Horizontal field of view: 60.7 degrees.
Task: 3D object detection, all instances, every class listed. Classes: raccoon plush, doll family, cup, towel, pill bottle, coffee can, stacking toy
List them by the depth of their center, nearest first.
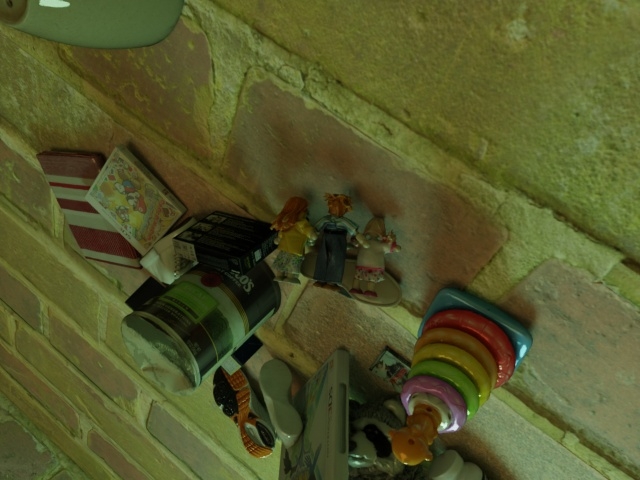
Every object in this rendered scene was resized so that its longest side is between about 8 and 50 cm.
[{"bbox_3d":[0.192,0.233,0.851,0.175,0.302,0.165,30,133,17],"label":"stacking toy"},{"bbox_3d":[-0.423,-0.458,0.889,0.331,0.237,0.330,19,130,25],"label":"cup"},{"bbox_3d":[0.000,0.000,0.946,0.263,0.118,0.163,6,84,34],"label":"doll family"},{"bbox_3d":[0.307,0.519,1.105,0.184,0.103,0.103,49,136,-1],"label":"pill bottle"},{"bbox_3d":[-0.243,0.160,1.153,0.202,0.275,0.201,20,130,26],"label":"coffee can"},{"bbox_3d":[0.154,0.528,1.218,0.216,0.298,0.446,-8,148,13],"label":"raccoon plush"},{"bbox_3d":[-0.596,-0.079,1.432,0.237,0.037,0.328,9,126,31],"label":"towel"}]

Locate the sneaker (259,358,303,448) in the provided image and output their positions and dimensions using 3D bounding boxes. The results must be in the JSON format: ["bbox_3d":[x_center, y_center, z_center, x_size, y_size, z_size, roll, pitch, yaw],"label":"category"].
[{"bbox_3d":[-0.099,0.381,1.273,0.212,0.080,0.094,-110,23,-45],"label":"sneaker"}]

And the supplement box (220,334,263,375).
[{"bbox_3d":[-0.200,0.275,1.337,0.056,0.083,0.083,47,135,2],"label":"supplement box"}]

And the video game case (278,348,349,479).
[{"bbox_3d":[-0.021,0.441,1.186,0.036,0.299,0.329,17,137,-15],"label":"video game case"}]

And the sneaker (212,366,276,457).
[{"bbox_3d":[-0.199,0.445,1.451,0.262,0.099,0.121,62,180,10],"label":"sneaker"}]

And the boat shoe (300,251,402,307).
[{"bbox_3d":[0.060,0.074,1.031,0.206,0.075,0.065,18,172,20],"label":"boat shoe"}]

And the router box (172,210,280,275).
[{"bbox_3d":[-0.186,0.001,1.100,0.179,0.133,0.046,14,126,30],"label":"router box"}]

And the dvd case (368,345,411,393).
[{"bbox_3d":[0.163,0.275,1.110,0.119,0.013,0.087,37,135,12],"label":"dvd case"}]

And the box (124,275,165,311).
[{"bbox_3d":[-0.384,0.188,1.371,0.158,0.093,0.156,38,163,10],"label":"box"}]

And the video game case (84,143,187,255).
[{"bbox_3d":[-0.441,-0.087,1.286,0.206,0.026,0.227,46,132,-7],"label":"video game case"}]

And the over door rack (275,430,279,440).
[{"bbox_3d":[0.014,0.618,1.350,0.324,0.108,0.239,35,147,63],"label":"over door rack"}]

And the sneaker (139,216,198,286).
[{"bbox_3d":[-0.320,0.036,1.259,0.123,0.106,0.290,50,147,-6],"label":"sneaker"}]
